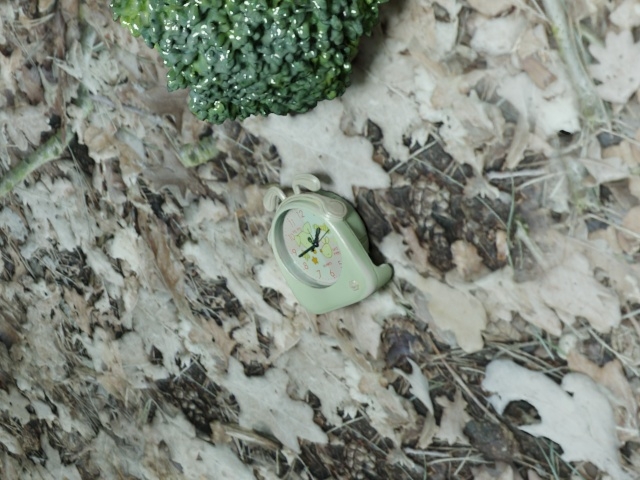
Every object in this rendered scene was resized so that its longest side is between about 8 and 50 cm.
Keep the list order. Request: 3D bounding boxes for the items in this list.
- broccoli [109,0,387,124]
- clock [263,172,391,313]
[{"bbox_3d":[-0.072,-0.305,1.406,0.293,0.348,0.281,-26,59,10],"label":"broccoli"},{"bbox_3d":[0.000,0.000,1.625,0.151,0.062,0.191,-22,98,48],"label":"clock"}]
